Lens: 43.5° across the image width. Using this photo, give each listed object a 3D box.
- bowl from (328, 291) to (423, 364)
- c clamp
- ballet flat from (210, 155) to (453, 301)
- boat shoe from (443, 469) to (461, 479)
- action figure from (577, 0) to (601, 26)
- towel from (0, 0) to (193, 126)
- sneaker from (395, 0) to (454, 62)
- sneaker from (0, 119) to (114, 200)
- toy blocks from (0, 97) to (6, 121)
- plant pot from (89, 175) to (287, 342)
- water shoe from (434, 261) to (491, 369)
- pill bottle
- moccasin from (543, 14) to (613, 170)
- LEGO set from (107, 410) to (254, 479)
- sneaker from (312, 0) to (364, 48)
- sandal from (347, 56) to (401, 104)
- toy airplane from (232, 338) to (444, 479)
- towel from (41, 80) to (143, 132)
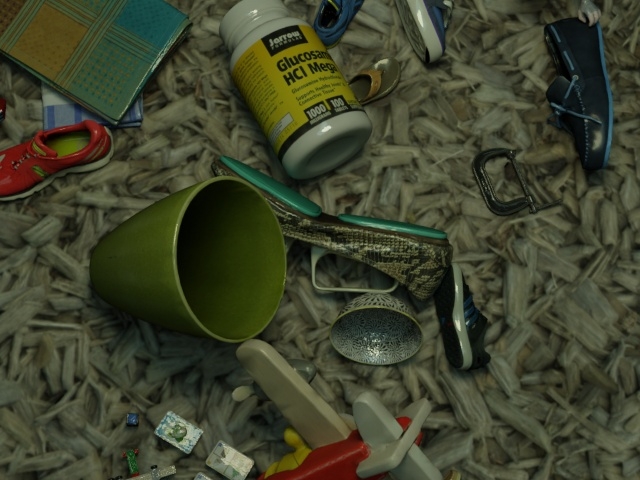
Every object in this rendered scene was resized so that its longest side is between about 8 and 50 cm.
[{"bbox_3d":[0.103,0.146,1.466,0.170,0.170,0.080,6,47,1],"label":"bowl"},{"bbox_3d":[0.380,-0.118,1.592,0.137,0.022,0.160,-25,79,-2],"label":"c clamp"},{"bbox_3d":[0.000,0.000,1.498,0.483,0.164,0.181,20,99,2],"label":"ballet flat"},{"bbox_3d":[0.199,0.460,1.425,0.045,0.050,0.135,36,78,2],"label":"boat shoe"},{"bbox_3d":[0.489,-0.606,1.579,0.248,0.275,0.370,28,49,23],"label":"action figure"},{"bbox_3d":[-0.475,-0.424,1.611,0.370,0.040,0.271,32,80,10],"label":"towel"},{"bbox_3d":[0.269,-0.535,1.636,0.236,0.130,0.322,-17,71,-1],"label":"sneaker"},{"bbox_3d":[-0.539,-0.168,1.537,0.279,0.118,0.107,-23,77,-7],"label":"sneaker"},{"bbox_3d":[-0.753,-0.311,1.553,0.261,0.191,0.381,-39,91,-18],"label":"toy blocks"},{"bbox_3d":[-0.258,0.041,1.403,0.294,0.275,0.274,-5,72,36],"label":"plant pot"},{"bbox_3d":[0.268,0.142,1.508,0.080,0.073,0.203,4,74,-27],"label":"water shoe"},{"bbox_3d":[-0.058,-0.300,1.540,0.188,0.188,0.333,-29,76,-8],"label":"pill bottle"},{"bbox_3d":[0.501,-0.287,1.594,0.117,0.137,0.341,0,62,3],"label":"moccasin"},{"bbox_3d":[-0.270,0.416,1.444,0.244,0.060,0.182,30,65,5],"label":"LEGO set"},{"bbox_3d":[0.045,-0.495,1.650,0.069,0.082,0.209,24,75,7],"label":"sneaker"},{"bbox_3d":[0.086,-0.313,1.619,0.180,0.049,0.072,-29,78,-8],"label":"sandal"},{"bbox_3d":[0.032,0.359,1.335,0.385,0.272,0.385,8,108,12],"label":"toy airplane"},{"bbox_3d":[-0.466,-0.358,1.631,0.209,0.034,0.284,-6,76,-2],"label":"towel"}]
